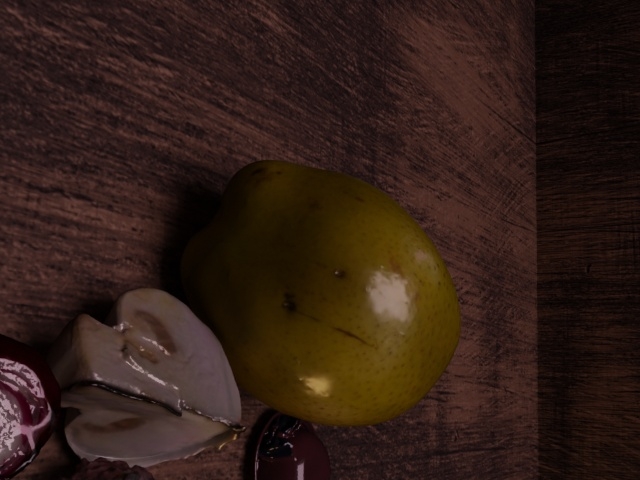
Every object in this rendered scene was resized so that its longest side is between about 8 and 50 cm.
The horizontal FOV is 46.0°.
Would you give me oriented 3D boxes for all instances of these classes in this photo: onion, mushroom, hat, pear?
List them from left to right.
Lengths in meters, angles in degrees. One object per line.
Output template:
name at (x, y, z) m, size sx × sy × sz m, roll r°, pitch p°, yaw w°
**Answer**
onion at (-0.358, 0.144, 0.728) m, size 0.173 × 0.135 × 0.198 m, roll -33°, pitch 100°, yaw -52°
mushroom at (-0.239, 0.168, 0.927) m, size 0.236 × 0.162 × 0.173 m, roll 31°, pitch 29°, yaw -38°
hat at (-0.037, 0.382, 1.249) m, size 0.205 × 0.089 × 0.206 m, roll 12°, pitch 76°, yaw -57°
pear at (0.002, 0.084, 1.095) m, size 0.418 × 0.362 × 0.362 m, roll 39°, pitch 48°, yaw -13°

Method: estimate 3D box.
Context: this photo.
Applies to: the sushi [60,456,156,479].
sushi at (-0.275, 0.361, 0.845) m, size 0.241 × 0.107 × 0.161 m, roll -54°, pitch 142°, yaw -31°
